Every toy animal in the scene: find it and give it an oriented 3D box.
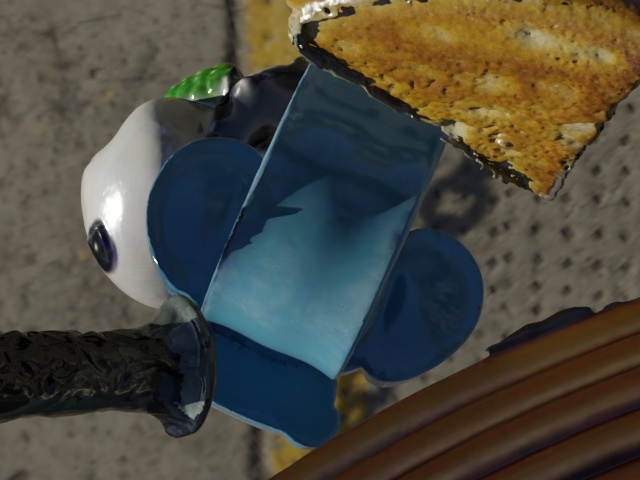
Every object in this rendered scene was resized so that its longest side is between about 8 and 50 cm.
[{"bbox_3d":[-0.073,-0.052,1.582,0.267,0.212,0.212,-8,99,14],"label":"toy animal"}]

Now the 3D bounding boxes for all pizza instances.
[{"bbox_3d":[0.094,-0.074,0.838,0.185,0.176,0.036,-2,59,35],"label":"pizza"}]

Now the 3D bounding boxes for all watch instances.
[{"bbox_3d":[0.000,0.000,1.032,0.211,0.211,0.193,45,154,11],"label":"watch"}]

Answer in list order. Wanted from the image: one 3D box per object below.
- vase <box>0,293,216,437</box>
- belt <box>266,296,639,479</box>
[{"bbox_3d":[-0.121,0.050,0.681,0.059,0.167,0.059,0,91,55],"label":"vase"},{"bbox_3d":[0.096,0.114,0.389,0.339,0.217,0.122,-23,126,1],"label":"belt"}]
